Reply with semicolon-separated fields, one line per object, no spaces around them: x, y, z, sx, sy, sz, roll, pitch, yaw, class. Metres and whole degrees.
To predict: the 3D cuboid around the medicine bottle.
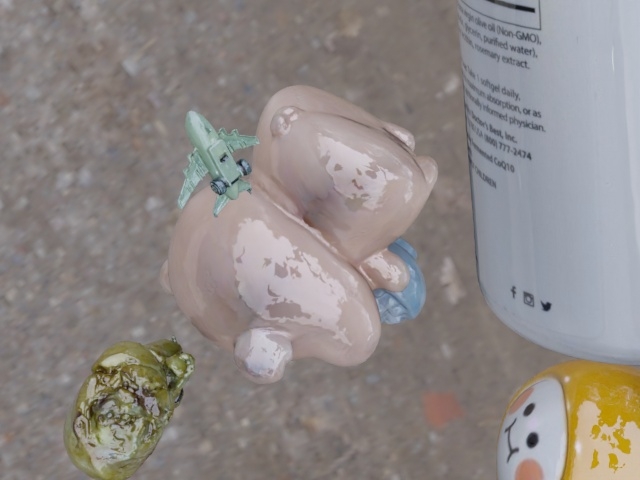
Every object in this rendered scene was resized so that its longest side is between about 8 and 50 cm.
0.135;-0.105;0.737;0.157;0.157;0.288;-30;124;-40;medicine bottle

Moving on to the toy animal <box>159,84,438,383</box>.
-0.013;-0.011;1.522;0.229;0.210;0.221;-9;119;-21;toy animal

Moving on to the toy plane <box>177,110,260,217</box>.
-0.074;-0.057;1.259;0.080;0.033;0.083;-40;128;-23;toy plane

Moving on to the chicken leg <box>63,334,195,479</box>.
-0.152;0.125;1.494;0.088;0.103;0.227;19;23;8;chicken leg

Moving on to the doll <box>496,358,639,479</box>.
0.286;0.197;1.663;0.213;0.236;0.213;26;41;-25;doll
